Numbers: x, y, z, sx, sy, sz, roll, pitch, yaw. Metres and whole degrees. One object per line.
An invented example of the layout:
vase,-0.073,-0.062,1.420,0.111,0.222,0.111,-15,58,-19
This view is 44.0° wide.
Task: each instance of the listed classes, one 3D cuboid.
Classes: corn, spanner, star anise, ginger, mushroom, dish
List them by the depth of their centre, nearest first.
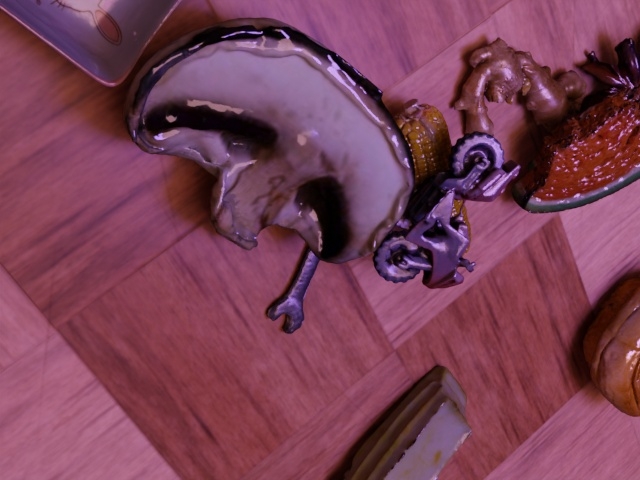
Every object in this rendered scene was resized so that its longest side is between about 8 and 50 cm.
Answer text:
dish,-0.240,-0.263,0.730,0.212,0.077,0.151,37,84,-34
mushroom,-0.051,-0.109,0.866,0.344,0.130,0.247,22,115,-29
spanner,0.000,0.000,0.995,0.054,0.015,0.255,21,95,-32
corn,0.141,-0.071,1.017,0.080,0.080,0.238,-29,123,-19
ginger,0.271,-0.203,1.063,0.193,0.052,0.176,-42,128,-10
star anise,0.449,-0.221,1.139,0.167,0.057,0.168,0,127,0

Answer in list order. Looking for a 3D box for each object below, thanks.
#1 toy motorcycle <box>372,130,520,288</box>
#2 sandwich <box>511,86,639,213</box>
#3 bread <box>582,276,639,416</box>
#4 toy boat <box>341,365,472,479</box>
toy motorcycle,0.160,-0.025,0.955,0.118,0.084,0.212,33,102,-18
sandwich,0.368,-0.125,1.105,0.235,0.079,0.159,-35,136,12
bread,0.534,0.164,1.301,0.236,0.120,0.198,-50,125,-7
toy boat,0.118,0.310,1.130,0.276,0.084,0.111,-44,125,-12
